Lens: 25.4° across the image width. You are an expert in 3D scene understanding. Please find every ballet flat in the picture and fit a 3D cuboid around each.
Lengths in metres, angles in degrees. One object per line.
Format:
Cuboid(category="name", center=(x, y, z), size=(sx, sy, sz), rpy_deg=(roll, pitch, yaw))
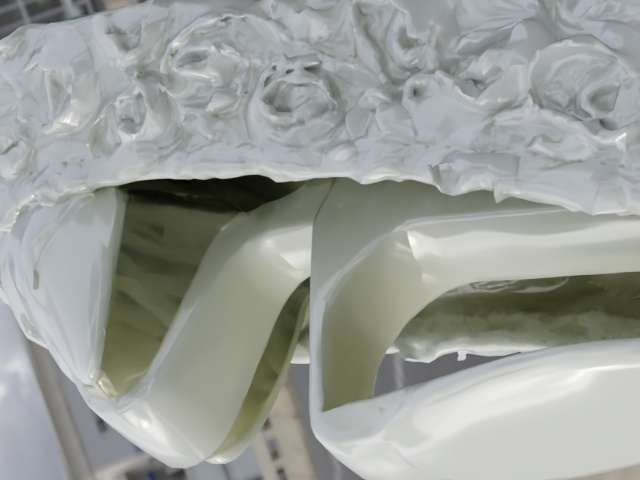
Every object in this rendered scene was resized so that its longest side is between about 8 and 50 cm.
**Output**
Cuboid(category="ballet flat", center=(0.000, 0.000, 0.402), size=(0.409, 0.147, 0.147), rpy_deg=(-6, 110, 41))
